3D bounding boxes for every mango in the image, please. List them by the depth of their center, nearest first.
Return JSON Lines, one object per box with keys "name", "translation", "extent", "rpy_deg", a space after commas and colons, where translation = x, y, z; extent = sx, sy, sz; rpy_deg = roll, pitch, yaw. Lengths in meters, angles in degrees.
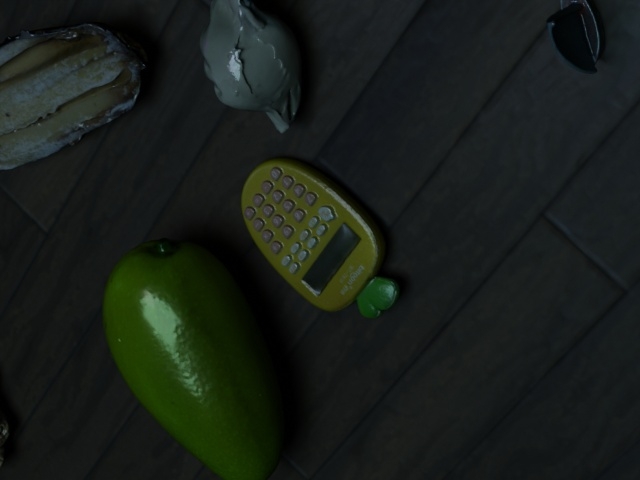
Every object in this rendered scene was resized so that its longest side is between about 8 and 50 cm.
{"name": "mango", "translation": [-0.151, 0.159, 1.708], "extent": [0.192, 0.156, 0.343], "rpy_deg": [-16, 103, 38]}

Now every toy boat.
{"name": "toy boat", "translation": [0.240, -0.199, 1.341], "extent": [0.034, 0.122, 0.096], "rpy_deg": [-14, 102, 33]}

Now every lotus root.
{"name": "lotus root", "translation": [-0.341, -0.202, 1.730], "extent": [0.329, 0.078, 0.167], "rpy_deg": [-16, 124, 33]}

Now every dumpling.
{"name": "dumpling", "translation": [-0.088, -0.206, 1.559], "extent": [0.127, 0.108, 0.188], "rpy_deg": [17, 138, 51]}

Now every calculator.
{"name": "calculator", "translation": [0.000, 0.000, 1.626], "extent": [0.235, 0.032, 0.146], "rpy_deg": [44, 126, 11]}

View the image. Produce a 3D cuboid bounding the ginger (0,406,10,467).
{"name": "ginger", "translation": [-0.512, 0.281, 2.035], "extent": [0.137, 0.074, 0.213], "rpy_deg": [44, 120, 9]}
